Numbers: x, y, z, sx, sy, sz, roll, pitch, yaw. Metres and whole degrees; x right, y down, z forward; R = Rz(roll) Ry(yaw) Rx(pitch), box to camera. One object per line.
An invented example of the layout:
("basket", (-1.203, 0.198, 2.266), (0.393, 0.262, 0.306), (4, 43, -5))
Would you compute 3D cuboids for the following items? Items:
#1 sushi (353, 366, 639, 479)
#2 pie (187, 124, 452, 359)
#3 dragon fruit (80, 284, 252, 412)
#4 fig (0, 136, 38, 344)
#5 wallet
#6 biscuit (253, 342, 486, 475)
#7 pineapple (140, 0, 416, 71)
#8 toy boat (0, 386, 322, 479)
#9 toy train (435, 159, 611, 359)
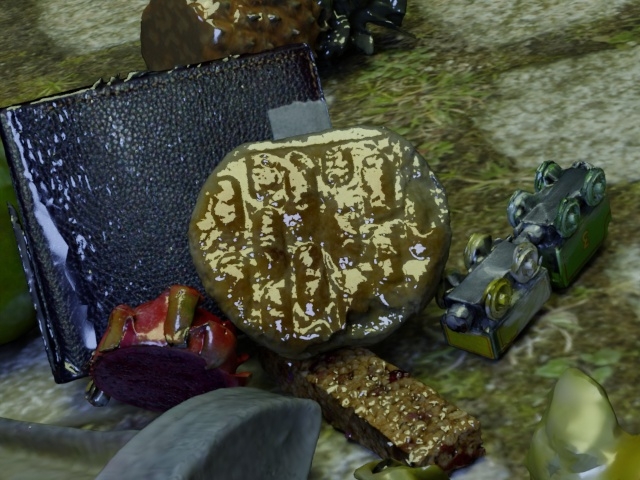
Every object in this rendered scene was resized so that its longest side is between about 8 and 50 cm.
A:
("sushi", (0.132, 0.205, 0.449), (0.328, 0.285, 0.328), (-14, 30, -7))
("pie", (0.000, 0.000, 0.920), (0.195, 0.046, 0.195), (-2, 67, 4))
("dragon fruit", (-0.106, 0.076, 0.892), (0.112, 0.126, 0.068), (17, 54, -15))
("fig", (-0.319, -0.009, 1.085), (0.206, 0.206, 0.275), (-18, 8, -11))
("wallet", (-0.107, -0.024, 0.981), (0.262, 0.221, 0.071), (-15, -3, -13))
("biscuit", (0.031, 0.110, 0.885), (0.064, 0.034, 0.199), (-28, 35, -25))
("pineapple", (-0.027, -0.250, 1.411), (0.340, 0.169, 0.169), (-22, 31, -34))
("toy boat", (-0.155, 0.180, 0.772), (0.293, 0.111, 0.276), (-12, 20, 15))
("toy train", (0.159, 0.014, 0.966), (0.060, 0.081, 0.202), (15, 46, 38))
